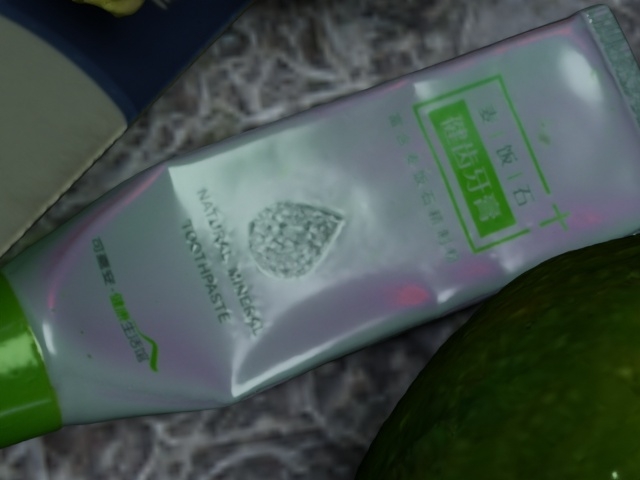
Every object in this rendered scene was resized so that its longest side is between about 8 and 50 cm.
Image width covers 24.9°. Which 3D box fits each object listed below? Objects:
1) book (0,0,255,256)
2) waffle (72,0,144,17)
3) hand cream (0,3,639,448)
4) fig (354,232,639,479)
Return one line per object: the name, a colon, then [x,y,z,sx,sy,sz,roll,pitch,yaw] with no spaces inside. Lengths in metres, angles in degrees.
book: [-0.154,-0.079,0.366,0.228,0.018,0.322,36,34,-4]
waffle: [-0.111,-0.149,0.406,0.192,0.046,0.161,12,71,4]
hand cream: [0.000,0.000,0.481,0.275,0.050,0.079,-21,112,-17]
fig: [0.052,0.119,0.422,0.235,0.203,0.203,-22,84,30]
